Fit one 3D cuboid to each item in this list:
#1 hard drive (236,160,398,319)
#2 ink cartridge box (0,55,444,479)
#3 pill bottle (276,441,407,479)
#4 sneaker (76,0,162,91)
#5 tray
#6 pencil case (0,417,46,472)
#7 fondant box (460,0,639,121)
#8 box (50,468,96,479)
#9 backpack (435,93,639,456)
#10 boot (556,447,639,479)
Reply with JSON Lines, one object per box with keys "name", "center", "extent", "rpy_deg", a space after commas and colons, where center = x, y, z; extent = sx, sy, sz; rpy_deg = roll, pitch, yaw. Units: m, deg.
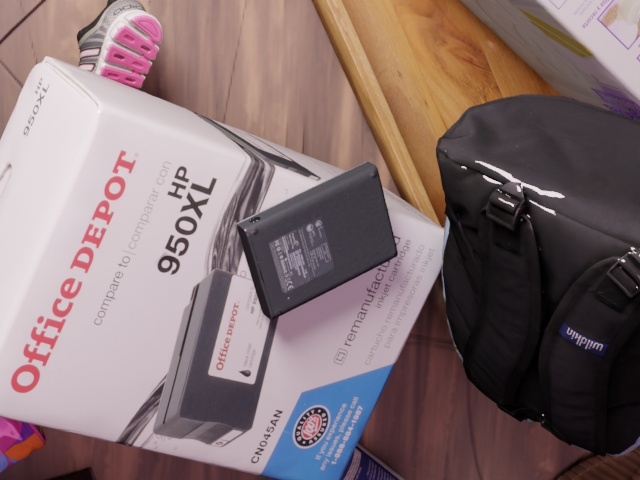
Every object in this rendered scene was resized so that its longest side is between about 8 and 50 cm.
{"name": "hard drive", "center": [0.000, 0.000, 1.240], "extent": [0.135, 0.022, 0.094], "rpy_deg": [-26, 120, -20]}
{"name": "ink cartridge box", "center": [-0.117, 0.041, 1.306], "extent": [0.395, 0.166, 0.285], "rpy_deg": [19, 100, -34]}
{"name": "pill bottle", "center": [0.042, 0.275, 1.506], "extent": [0.169, 0.094, 0.094], "rpy_deg": [41, 92, -24]}
{"name": "sneaker", "center": [-0.201, -0.156, 1.317], "extent": [0.063, 0.075, 0.170], "rpy_deg": [12, 126, -31]}
{"name": "tray", "center": [0.121, -0.202, 1.396], "extent": [0.202, 0.076, 0.411], "rpy_deg": [-29, 114, -8]}
{"name": "pencil case", "center": [-0.380, 0.210, 1.352], "extent": [0.236, 0.104, 0.104], "rpy_deg": [-30, 113, -8]}
{"name": "fondant box", "center": [0.235, -0.198, 1.264], "extent": [0.330, 0.238, 0.096], "rpy_deg": [37, 92, -24]}
{"name": "box", "center": [-0.291, 0.355, 1.385], "extent": [0.203, 0.167, 0.169], "rpy_deg": [-15, 110, -13]}
{"name": "backpack", "center": [0.244, 0.045, 1.286], "extent": [0.273, 0.290, 0.356], "rpy_deg": [-46, 152, -41]}
{"name": "boot", "center": [0.317, 0.371, 1.645], "extent": [0.248, 0.090, 0.207], "rpy_deg": [-39, 126, -4]}
